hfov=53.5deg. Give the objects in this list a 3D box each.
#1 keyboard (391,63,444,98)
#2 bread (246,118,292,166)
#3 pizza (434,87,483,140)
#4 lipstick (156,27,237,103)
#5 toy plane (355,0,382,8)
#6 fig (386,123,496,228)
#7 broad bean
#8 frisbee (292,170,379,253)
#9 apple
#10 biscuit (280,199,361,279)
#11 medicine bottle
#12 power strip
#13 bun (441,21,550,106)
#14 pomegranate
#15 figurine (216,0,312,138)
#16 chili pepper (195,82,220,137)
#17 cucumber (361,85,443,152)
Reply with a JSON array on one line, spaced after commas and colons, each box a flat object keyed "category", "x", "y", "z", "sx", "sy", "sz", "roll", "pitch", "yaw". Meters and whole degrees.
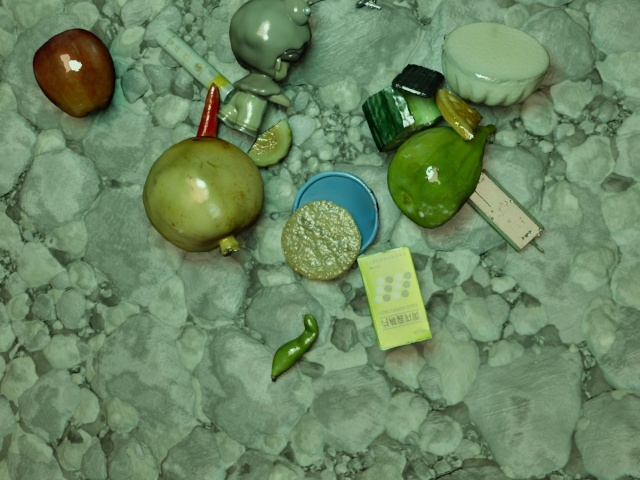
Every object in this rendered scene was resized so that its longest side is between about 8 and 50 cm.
[{"category": "keyboard", "x": 0.244, "y": -0.398, "z": 1.571, "sx": 0.106, "sy": 0.262, "sz": 0.016, "roll": 20, "pitch": 119, "yaw": 9}, {"category": "bread", "x": -0.128, "y": -0.256, "z": 1.703, "sx": 0.094, "sy": 0.083, "sz": 0.157, "roll": 32, "pitch": 105, "yaw": 1}, {"category": "pizza", "x": 0.339, "y": -0.304, "z": 1.543, "sx": 0.178, "sy": 0.131, "sz": 0.041, "roll": 57, "pitch": 131, "yaw": 26}, {"category": "lipstick", "x": -0.342, "y": -0.482, "z": 1.750, "sx": 0.264, "sy": 0.059, "sz": 0.059, "roll": 42, "pitch": 95, "yaw": 6}, {"category": "toy plane", "x": 0.129, "y": -0.643, "z": 1.694, "sx": 0.083, "sy": 0.031, "sz": 0.078, "roll": -31, "pitch": 85, "yaw": 7}, {"category": "fig", "x": 0.298, "y": -0.182, "z": 1.607, "sx": 0.233, "sy": 0.314, "sz": 0.233, "roll": 18, "pitch": 133, "yaw": 21}, {"category": "broad bean", "x": -0.074, "y": 0.294, "z": 1.709, "sx": 0.070, "sy": 0.048, "sz": 0.213, "roll": 34, "pitch": 95, "yaw": 4}, {"category": "frisbee", "x": 0.042, "y": -0.066, "z": 1.692, "sx": 0.242, "sy": 0.045, "sz": 0.242, "roll": 2, "pitch": 97, "yaw": 17}, {"category": "apple", "x": -0.658, "y": -0.450, "z": 1.720, "sx": 0.234, "sy": 0.234, "sz": 0.234, "roll": 0, "pitch": 90, "yaw": 9}, {"category": "biscuit", "x": 0.000, "y": 0.000, "z": 1.675, "sx": 0.220, "sy": 0.033, "sz": 0.219, "roll": 2, "pitch": 97, "yaw": 15}, {"category": "medicine bottle", "x": 0.187, "y": 0.144, "z": 1.628, "sx": 0.137, "sy": 0.141, "sz": 0.250, "roll": -15, "pitch": 88, "yaw": 5}, {"category": "power strip", "x": 0.477, "y": -0.066, "z": 1.636, "sx": 0.092, "sy": 0.034, "sz": 0.268, "roll": -45, "pitch": 84, "yaw": 5}, {"category": "bun", "x": 0.419, "y": -0.408, "z": 1.587, "sx": 0.263, "sy": 0.175, "sz": 0.263, "roll": 1, "pitch": 50, "yaw": -2}, {"category": "pomegranate", "x": -0.291, "y": -0.105, "z": 1.627, "sx": 0.319, "sy": 0.319, "sz": 0.319, "roll": 0, "pitch": 90, "yaw": 9}, {"category": "figurine", "x": -0.155, "y": -0.463, "z": 1.645, "sx": 0.203, "sy": 0.248, "sz": 0.380, "roll": 16, "pitch": 98, "yaw": -32}, {"category": "chili pepper", "x": -0.313, "y": -0.294, "z": 1.732, "sx": 0.063, "sy": 0.071, "sz": 0.272, "roll": 21, "pitch": 103, "yaw": 5}, {"category": "cucumber", "x": 0.208, "y": -0.313, "z": 1.615, "sx": 0.191, "sy": 0.191, "sz": 0.130, "roll": -19, "pitch": 88, "yaw": 8}]
